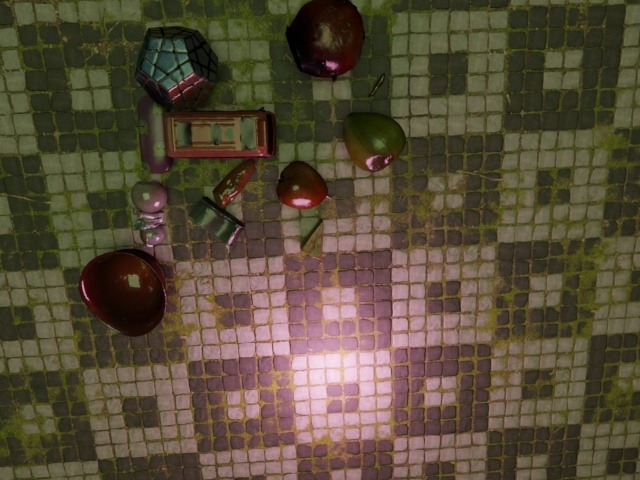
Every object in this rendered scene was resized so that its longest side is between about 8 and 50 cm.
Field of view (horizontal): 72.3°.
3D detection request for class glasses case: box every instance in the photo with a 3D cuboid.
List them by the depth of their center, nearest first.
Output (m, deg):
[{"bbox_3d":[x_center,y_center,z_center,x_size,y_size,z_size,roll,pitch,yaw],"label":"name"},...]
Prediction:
[{"bbox_3d":[-0.686,-0.438,1.818,0.123,0.076,0.317,1,103,-2],"label":"glasses case"}]

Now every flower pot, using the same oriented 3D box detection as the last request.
[{"bbox_3d":[-0.447,-0.084,1.900,0.229,0.103,0.108,36,98,-10],"label":"flower pot"}]

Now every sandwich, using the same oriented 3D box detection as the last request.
[{"bbox_3d":[0.000,0.000,1.957,0.113,0.079,0.163,35,98,-12],"label":"sandwich"}]

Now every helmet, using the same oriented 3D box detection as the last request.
[{"bbox_3d":[-0.804,0.186,1.880,0.336,0.230,0.386,-15,112,3],"label":"helmet"}]

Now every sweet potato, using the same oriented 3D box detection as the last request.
[{"bbox_3d":[0.241,-0.651,1.844,0.026,0.026,0.115,31,105,-9],"label":"sweet potato"},{"bbox_3d":[-0.367,-0.248,1.866,0.097,0.097,0.252,41,92,-11],"label":"sweet potato"}]

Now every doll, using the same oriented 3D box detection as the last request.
[{"bbox_3d":[-0.725,-0.109,1.869,0.150,0.151,0.288,3,110,-4],"label":"doll"}]

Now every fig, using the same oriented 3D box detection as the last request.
[{"bbox_3d":[0.210,-0.419,1.791,0.271,0.239,0.239,44,97,-9],"label":"fig"}]

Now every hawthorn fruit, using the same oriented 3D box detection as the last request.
[{"bbox_3d":[0.015,-0.773,1.675,0.315,0.316,0.317,-1,103,-3],"label":"hawthorn fruit"},{"bbox_3d":[-0.059,-0.219,1.854,0.251,0.199,0.200,20,102,-18],"label":"hawthorn fruit"}]

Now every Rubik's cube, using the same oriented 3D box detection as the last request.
[{"bbox_3d":[-0.548,-0.658,1.674,0.318,0.264,0.320,-1,101,-3],"label":"Rubik's cube"}]

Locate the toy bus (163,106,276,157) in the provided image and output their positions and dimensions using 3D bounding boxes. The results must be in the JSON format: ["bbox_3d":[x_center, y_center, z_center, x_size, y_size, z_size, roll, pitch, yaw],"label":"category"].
[{"bbox_3d":[-0.393,-0.427,1.757,0.425,0.233,0.203,-1,103,-2],"label":"toy bus"}]
